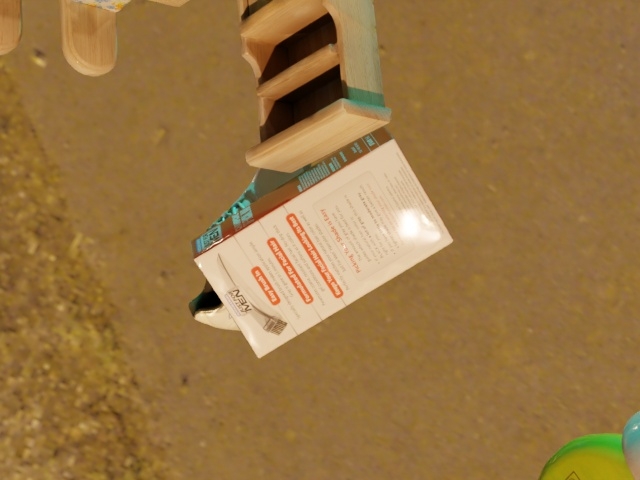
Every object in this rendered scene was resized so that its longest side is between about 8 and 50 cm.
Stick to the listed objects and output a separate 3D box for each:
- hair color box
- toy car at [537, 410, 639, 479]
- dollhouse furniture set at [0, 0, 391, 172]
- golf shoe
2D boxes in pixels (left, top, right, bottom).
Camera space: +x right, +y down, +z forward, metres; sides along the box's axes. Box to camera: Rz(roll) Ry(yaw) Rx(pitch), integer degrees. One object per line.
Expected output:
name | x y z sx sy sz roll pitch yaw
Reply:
hair color box | 0.000 0.000 1.015 0.167 0.093 0.053 -31 19 2
toy car | 0.176 0.159 0.614 0.182 0.136 0.159 51 124 25
dollhouse furniture set | -0.086 -0.151 0.894 0.212 0.242 0.161 -24 65 47
golf shoe | -0.055 -0.004 1.090 0.069 0.086 0.176 45 129 55
